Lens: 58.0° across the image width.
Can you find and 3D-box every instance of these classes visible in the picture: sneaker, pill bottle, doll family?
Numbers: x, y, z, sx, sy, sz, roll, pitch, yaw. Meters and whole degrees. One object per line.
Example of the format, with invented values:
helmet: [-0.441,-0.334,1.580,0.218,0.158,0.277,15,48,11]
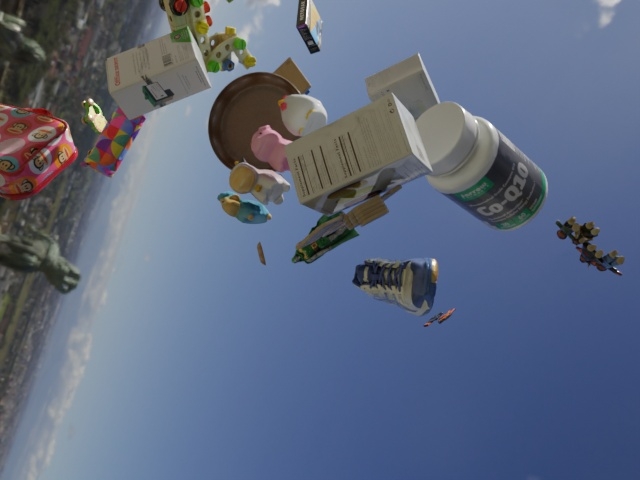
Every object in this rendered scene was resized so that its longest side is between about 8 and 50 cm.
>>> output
sneaker: [0.141,0.087,1.161,0.296,0.131,0.112,140,-38,-78]
pill bottle: [0.389,-0.180,1.439,0.204,0.361,0.204,-30,-133,38]
doll family: [0.668,0.017,1.436,0.193,0.076,0.111,61,-7,18]

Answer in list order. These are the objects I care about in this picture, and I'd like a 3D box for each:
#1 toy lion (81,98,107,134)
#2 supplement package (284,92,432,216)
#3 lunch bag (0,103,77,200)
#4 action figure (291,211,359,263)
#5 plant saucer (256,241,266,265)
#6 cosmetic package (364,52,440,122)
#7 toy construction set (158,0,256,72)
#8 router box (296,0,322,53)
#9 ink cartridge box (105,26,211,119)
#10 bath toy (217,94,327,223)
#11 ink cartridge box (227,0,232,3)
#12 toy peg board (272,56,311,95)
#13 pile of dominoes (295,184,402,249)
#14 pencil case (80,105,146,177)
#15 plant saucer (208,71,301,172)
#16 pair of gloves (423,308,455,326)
toy lion: [-0.726,-0.395,1.871,0.034,0.096,0.100,-17,-113,20]
supplement package: [0.074,-0.162,1.153,0.244,0.139,0.134,-23,-108,22]
lunch bag: [-0.753,-0.235,1.395,0.120,0.293,0.258,90,23,-48]
action figure: [0.000,0.000,1.874,0.232,0.137,0.063,-39,-178,-3]
plant saucer: [-0.198,0.045,1.916,0.083,0.015,0.083,166,-90,-81]
cosmetic package: [0.320,-0.547,2.203,0.225,0.224,0.138,-23,-139,17]
toy construction set: [-0.304,-0.585,1.516,0.151,0.215,0.327,19,-47,50]
router box: [-0.041,-0.812,2.169,0.046,0.133,0.179,-11,-125,21]
ink cartridge box: [-0.393,-0.406,1.399,0.092,0.219,0.160,67,2,-51]
bath toy: [-0.122,-0.210,1.405,0.129,0.151,0.348,47,-67,30]
ink cartridge box: [-0.243,-0.844,1.698,0.255,0.189,0.097,-9,-128,44]
toy peg board: [-0.114,-0.538,2.074,0.160,0.079,0.161,-40,-118,15]
pile of dominoes: [0.057,-0.029,1.180,0.040,0.196,0.251,61,-19,4]
pencil case: [-0.632,-0.308,1.767,0.236,0.104,0.104,-59,-160,-5]
plant saucer: [-0.182,-0.340,1.713,0.050,0.310,0.310,12,97,-75]
pair of gloves: [0.336,0.219,1.626,0.074,0.010,0.083,-31,-179,-37]
